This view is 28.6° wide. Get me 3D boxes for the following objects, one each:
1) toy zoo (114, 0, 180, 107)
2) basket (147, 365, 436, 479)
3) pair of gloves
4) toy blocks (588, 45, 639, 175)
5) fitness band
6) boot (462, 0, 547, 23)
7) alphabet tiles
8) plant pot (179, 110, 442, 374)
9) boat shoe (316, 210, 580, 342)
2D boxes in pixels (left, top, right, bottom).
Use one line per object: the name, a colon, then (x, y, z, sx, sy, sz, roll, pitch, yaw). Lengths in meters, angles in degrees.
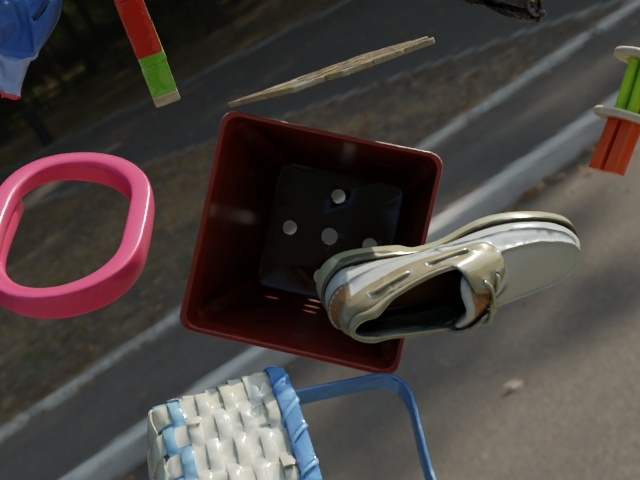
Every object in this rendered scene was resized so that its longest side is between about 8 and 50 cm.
toy zoo: (-0.217, -0.302, 1.287, 0.030, 0.293, 0.192, -21, 50, -4)
basket: (-0.022, 0.247, 1.244, 0.289, 0.201, 0.254, -7, 44, -9)
pair of gloves: (-0.369, -0.246, 1.381, 0.198, 0.159, 0.023, 20, 4, 29)
toy blocks: (0.269, -0.068, 0.994, 0.123, 0.148, 0.054, 18, 1, 22)
fitness band: (-0.320, -0.011, 1.604, 0.209, 0.054, 0.291, 0, 40, 1)
boot: (0.223, -0.320, 1.212, 0.263, 0.229, 0.091, 10, -3, 20)
alphabet tiles: (0.023, -0.194, 1.425, 0.198, 0.009, 0.237, -23, 10, -23)
plant pot: (0.000, 0.000, 1.588, 0.267, 0.267, 0.236, 13, 3, 6)
boat shoe: (0.153, 0.052, 1.377, 0.302, 0.113, 0.103, -14, 35, -9)
